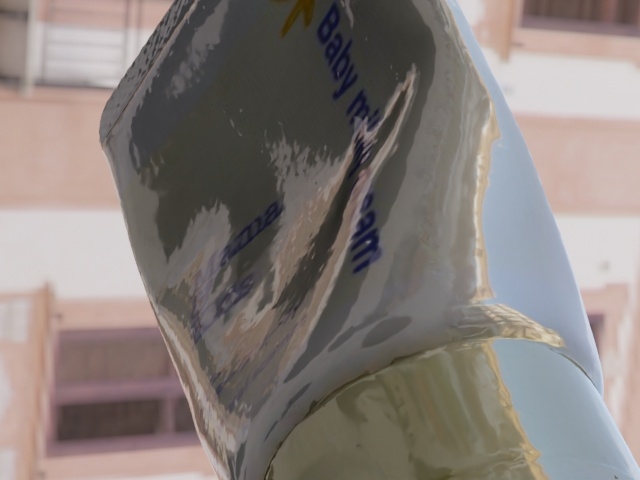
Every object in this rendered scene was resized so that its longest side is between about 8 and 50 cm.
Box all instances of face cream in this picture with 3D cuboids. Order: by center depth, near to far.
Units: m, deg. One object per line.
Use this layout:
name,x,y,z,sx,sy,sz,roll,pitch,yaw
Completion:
face cream,0.000,0.000,0.424,0.114,0.070,0.224,-49,-140,24
